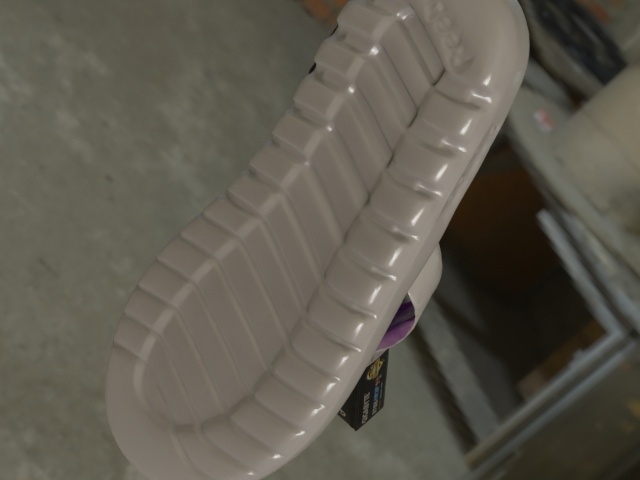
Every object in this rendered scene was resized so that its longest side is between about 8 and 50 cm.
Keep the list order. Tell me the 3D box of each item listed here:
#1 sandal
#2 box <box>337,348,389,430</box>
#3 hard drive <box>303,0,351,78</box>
[{"bbox_3d":[0.008,0.011,0.947,0.102,0.416,0.169,1,44,-52],"label":"sandal"},{"bbox_3d":[-0.017,0.086,1.653,0.051,0.175,0.220,-36,61,-26],"label":"box"},{"bbox_3d":[0.120,-0.257,1.186,0.064,0.339,0.237,39,37,4],"label":"hard drive"}]
